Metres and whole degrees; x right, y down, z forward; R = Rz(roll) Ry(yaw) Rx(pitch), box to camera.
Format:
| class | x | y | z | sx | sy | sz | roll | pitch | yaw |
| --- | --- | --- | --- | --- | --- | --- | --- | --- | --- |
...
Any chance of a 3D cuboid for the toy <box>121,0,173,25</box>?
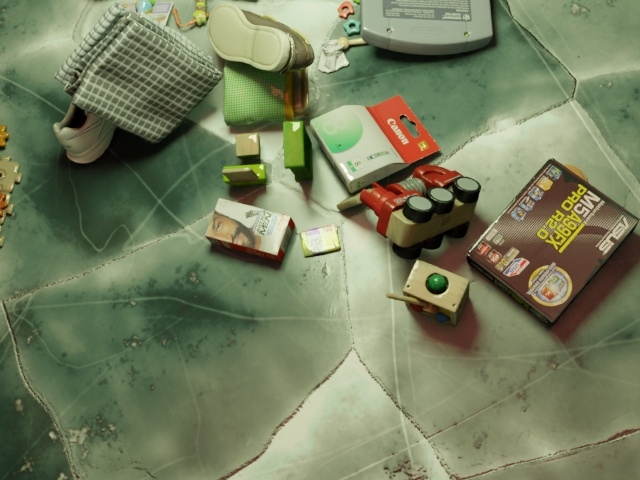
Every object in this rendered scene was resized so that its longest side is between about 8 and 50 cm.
| class | x | y | z | sx | sy | sz | roll | pitch | yaw |
| --- | --- | --- | --- | --- | --- | --- | --- | --- | --- |
| toy | -0.442 | -0.507 | 1.921 | 0.136 | 0.056 | 0.237 | 1 | 48 | 10 |

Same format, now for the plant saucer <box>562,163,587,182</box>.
| class | x | y | z | sx | sy | sz | roll | pitch | yaw |
| --- | --- | --- | --- | --- | --- | --- | --- | --- | --- |
| plant saucer | 0.509 | -0.120 | 1.688 | 0.083 | 0.013 | 0.084 | -3 | 70 | 8 |

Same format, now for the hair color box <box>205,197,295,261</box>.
| class | x | y | z | sx | sy | sz | roll | pitch | yaw |
| --- | --- | --- | --- | --- | --- | --- | --- | --- | --- |
| hair color box | -0.150 | -0.023 | 1.739 | 0.167 | 0.053 | 0.093 | 14 | 74 | 15 |

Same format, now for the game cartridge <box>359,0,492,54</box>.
| class | x | y | z | sx | sy | sz | roll | pitch | yaw |
| --- | --- | --- | --- | --- | --- | --- | --- | --- | --- |
| game cartridge | 0.233 | -0.511 | 1.826 | 0.294 | 0.060 | 0.196 | 2 | 66 | -4 |

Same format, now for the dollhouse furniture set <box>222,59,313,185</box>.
| class | x | y | z | sx | sy | sz | roll | pitch | yaw |
| --- | --- | --- | --- | --- | --- | --- | --- | --- | --- |
| dollhouse furniture set | -0.125 | -0.281 | 1.746 | 0.197 | 0.151 | 0.302 | -3 | 82 | 7 |

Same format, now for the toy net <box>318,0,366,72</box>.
| class | x | y | z | sx | sy | sz | roll | pitch | yaw |
| --- | --- | --- | --- | --- | --- | --- | --- | --- | --- |
| toy net | 0.061 | -0.491 | 1.881 | 0.122 | 0.045 | 0.232 | 38 | 80 | 19 |

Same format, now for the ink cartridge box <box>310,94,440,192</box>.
| class | x | y | z | sx | sy | sz | roll | pitch | yaw |
| --- | --- | --- | --- | --- | --- | --- | --- | --- | --- |
| ink cartridge box | 0.117 | -0.223 | 1.743 | 0.224 | 0.056 | 0.181 | -27 | 63 | -10 |

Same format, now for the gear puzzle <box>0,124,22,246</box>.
| class | x | y | z | sx | sy | sz | roll | pitch | yaw |
| --- | --- | --- | --- | --- | --- | --- | --- | --- | --- |
| gear puzzle | -0.787 | -0.128 | 1.886 | 0.175 | 0.044 | 0.339 | 5 | 71 | 11 |

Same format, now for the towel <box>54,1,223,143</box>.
| class | x | y | z | sx | sy | sz | roll | pitch | yaw |
| --- | --- | --- | --- | --- | --- | --- | --- | --- | --- |
| towel | -0.380 | -0.346 | 1.738 | 0.235 | 0.283 | 0.121 | -41 | 54 | 20 |

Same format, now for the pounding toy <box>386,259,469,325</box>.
| class | x | y | z | sx | sy | sz | roll | pitch | yaw |
| --- | --- | --- | --- | --- | --- | --- | --- | --- | --- |
| pounding toy | 0.210 | 0.107 | 1.584 | 0.130 | 0.141 | 0.100 | 22 | 75 | 16 |

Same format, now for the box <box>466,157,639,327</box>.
| class | x | y | z | sx | sy | sz | roll | pitch | yaw |
| --- | --- | --- | --- | --- | --- | --- | --- | --- | --- |
| box | 0.457 | 0.001 | 1.619 | 0.216 | 0.060 | 0.270 | 41 | 84 | 20 |

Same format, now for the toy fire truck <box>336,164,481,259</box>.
| class | x | y | z | sx | sy | sz | roll | pitch | yaw |
| --- | --- | --- | --- | --- | --- | --- | --- | --- | --- |
| toy fire truck | 0.164 | -0.081 | 1.661 | 0.217 | 0.159 | 0.246 | -22 | 48 | -36 |

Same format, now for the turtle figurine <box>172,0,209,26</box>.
| class | x | y | z | sx | sy | sz | roll | pitch | yaw |
| --- | --- | --- | --- | --- | --- | --- | --- | --- | --- |
| turtle figurine | -0.256 | -0.645 | 1.967 | 0.217 | 0.087 | 0.270 | -1 | 70 | 9 |

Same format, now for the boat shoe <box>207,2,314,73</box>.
| class | x | y | z | sx | sy | sz | roll | pitch | yaw |
| --- | --- | --- | --- | --- | --- | --- | --- | --- | --- |
| boat shoe | -0.136 | -0.434 | 1.760 | 0.324 | 0.096 | 0.117 | 34 | 117 | 46 |

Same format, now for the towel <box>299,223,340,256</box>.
| class | x | y | z | sx | sy | sz | roll | pitch | yaw |
| --- | --- | --- | --- | --- | --- | --- | --- | --- | --- |
| towel | 0.000 | 0.000 | 1.729 | 0.083 | 0.009 | 0.060 | -14 | 69 | 5 |

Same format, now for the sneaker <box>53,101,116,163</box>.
| class | x | y | z | sx | sy | sz | roll | pitch | yaw |
| --- | --- | --- | --- | --- | --- | --- | --- | --- | --- |
| sneaker | -0.490 | -0.316 | 1.862 | 0.111 | 0.129 | 0.297 | 26 | 75 | 20 |
